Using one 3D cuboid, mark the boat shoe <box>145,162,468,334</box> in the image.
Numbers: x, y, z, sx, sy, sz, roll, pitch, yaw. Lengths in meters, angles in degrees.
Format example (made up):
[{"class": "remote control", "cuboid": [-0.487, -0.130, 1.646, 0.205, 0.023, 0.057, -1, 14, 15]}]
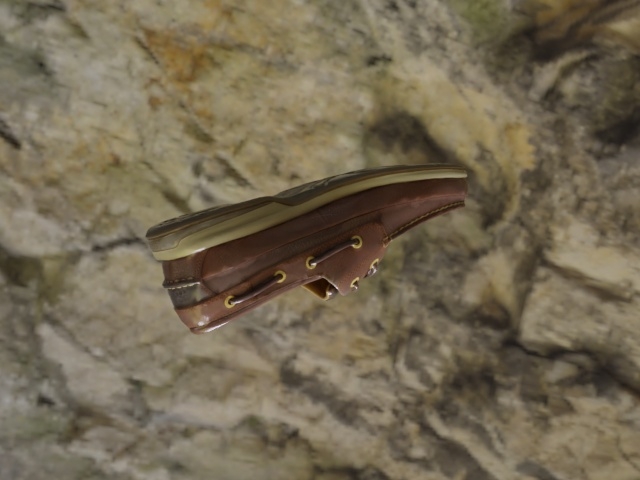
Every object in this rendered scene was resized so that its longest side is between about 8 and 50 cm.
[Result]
[{"class": "boat shoe", "cuboid": [0.000, 0.000, 0.600, 0.064, 0.178, 0.060, -5, -80, 62]}]
